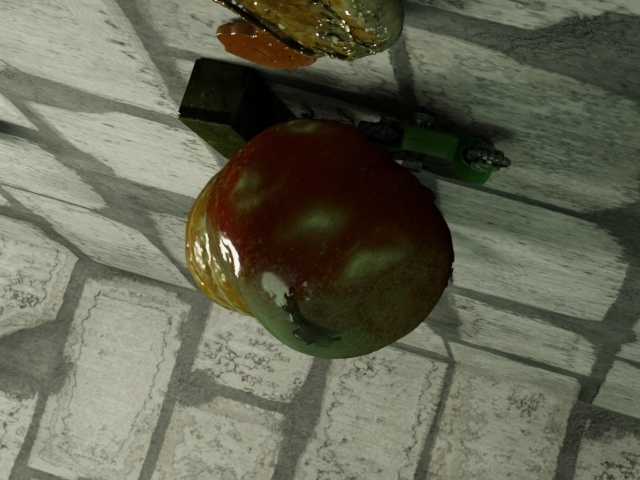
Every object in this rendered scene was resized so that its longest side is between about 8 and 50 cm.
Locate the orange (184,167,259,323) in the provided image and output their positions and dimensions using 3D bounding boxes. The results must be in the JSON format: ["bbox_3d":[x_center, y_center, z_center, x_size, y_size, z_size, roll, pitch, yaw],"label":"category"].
[{"bbox_3d":[-0.033,0.006,2.086,0.329,0.249,0.329,23,175,2],"label":"orange"}]

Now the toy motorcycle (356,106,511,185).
[{"bbox_3d":[0.139,-0.109,1.740,0.190,0.074,0.106,14,177,17],"label":"toy motorcycle"}]

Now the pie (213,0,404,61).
[{"bbox_3d":[-0.049,-0.247,1.376,0.274,0.055,0.274,22,170,4],"label":"pie"}]

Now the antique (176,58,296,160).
[{"bbox_3d":[-0.095,-0.147,1.858,0.080,0.081,0.221,14,168,22],"label":"antique"}]

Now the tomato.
[{"bbox_3d":[0.000,0.000,1.732,0.303,0.239,0.303,43,169,10],"label":"tomato"}]

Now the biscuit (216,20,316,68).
[{"bbox_3d":[-0.059,-0.217,1.620,0.102,0.019,0.130,25,167,-35],"label":"biscuit"}]
